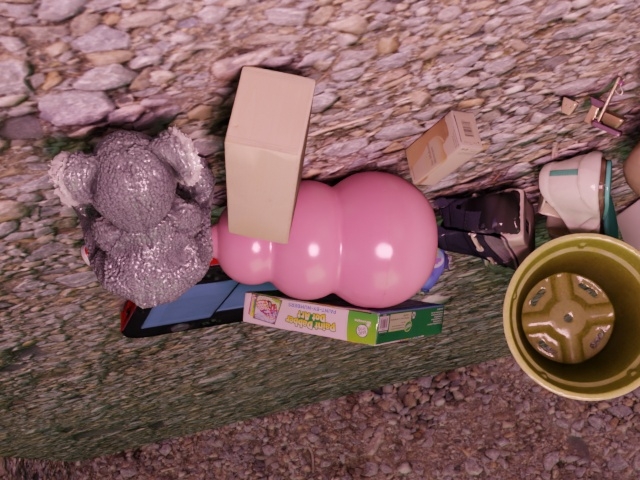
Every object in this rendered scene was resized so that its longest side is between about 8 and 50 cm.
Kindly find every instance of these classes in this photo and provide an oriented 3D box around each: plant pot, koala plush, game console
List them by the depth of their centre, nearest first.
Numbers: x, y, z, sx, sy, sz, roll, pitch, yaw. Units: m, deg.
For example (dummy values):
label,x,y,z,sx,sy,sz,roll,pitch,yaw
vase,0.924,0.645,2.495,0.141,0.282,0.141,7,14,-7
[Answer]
label,x,y,z,sx,sy,sz,roll,pitch,yaw
koala plush,-0.218,-0.050,1.018,0.196,0.203,0.221,-9,148,-9
plant pot,0.458,0.137,1.510,0.275,0.276,0.254,-14,173,7
game console,-0.189,0.098,1.600,0.341,0.060,0.386,-2,159,-24

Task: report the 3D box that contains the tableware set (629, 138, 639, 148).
label,x,y,z,sx,sy,sz,roll,pitch,yaw
tableware set,0.567,-0.185,1.320,0.104,0.024,0.154,0,156,-43

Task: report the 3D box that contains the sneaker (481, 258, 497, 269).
label,x,y,z,sx,sy,sz,roll,pitch,yaw
sneaker,0.359,0.022,1.737,0.058,0.052,0.135,-29,163,17

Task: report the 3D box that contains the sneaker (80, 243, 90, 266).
label,x,y,z,sx,sy,sz,roll,pitch,yaw
sneaker,-0.322,0.020,1.328,0.067,0.042,0.118,-14,168,18

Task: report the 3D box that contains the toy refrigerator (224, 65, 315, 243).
label,x,y,z,sx,sy,sz,roll,pitch,yaw
toy refrigerator,-0.070,-0.096,1.042,0.094,0.102,0.269,11,159,-1

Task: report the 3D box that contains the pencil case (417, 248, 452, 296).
label,x,y,z,sx,sy,sz,roll,pitch,yaw
pencil case,0.080,0.035,1.470,0.306,0.133,0.119,4,149,-35

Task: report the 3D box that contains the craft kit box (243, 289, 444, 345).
label,x,y,z,sx,sy,sz,roll,pitch,yaw
craft kit box,0.043,0.120,1.391,0.246,0.061,0.249,10,-176,32

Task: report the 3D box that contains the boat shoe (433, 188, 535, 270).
label,x,y,z,sx,sy,sz,roll,pitch,yaw
boat shoe,0.301,-0.016,1.520,0.158,0.127,0.340,-1,164,19

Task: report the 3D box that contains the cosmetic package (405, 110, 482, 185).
label,x,y,z,sx,sy,sz,roll,pitch,yaw
cosmetic package,0.172,-0.129,1.185,0.041,0.060,0.115,2,155,-31

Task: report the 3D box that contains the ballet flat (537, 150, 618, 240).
label,x,y,z,sx,sy,sz,roll,pitch,yaw
ballet flat,0.460,-0.051,1.503,0.139,0.139,0.400,-17,156,15

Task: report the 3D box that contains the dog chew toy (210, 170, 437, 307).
label,x,y,z,sx,sy,sz,roll,pitch,yaw
dog chew toy,0.000,0.000,1.249,0.331,0.207,0.207,-1,159,-9

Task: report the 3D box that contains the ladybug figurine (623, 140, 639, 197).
label,x,y,z,sx,sy,sz,roll,pitch,yaw
ladybug figurine,0.684,-0.126,1.292,0.449,0.162,0.305,-12,160,-18

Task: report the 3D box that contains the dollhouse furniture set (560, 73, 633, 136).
label,x,y,z,sx,sy,sz,roll,pitch,yaw
dollhouse furniture set,0.404,-0.205,1.187,0.114,0.091,0.081,-21,136,-62

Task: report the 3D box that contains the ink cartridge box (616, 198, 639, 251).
label,x,y,z,sx,sy,sz,roll,pitch,yaw
ink cartridge box,0.743,-0.062,1.612,0.207,0.117,0.283,-6,159,-18
